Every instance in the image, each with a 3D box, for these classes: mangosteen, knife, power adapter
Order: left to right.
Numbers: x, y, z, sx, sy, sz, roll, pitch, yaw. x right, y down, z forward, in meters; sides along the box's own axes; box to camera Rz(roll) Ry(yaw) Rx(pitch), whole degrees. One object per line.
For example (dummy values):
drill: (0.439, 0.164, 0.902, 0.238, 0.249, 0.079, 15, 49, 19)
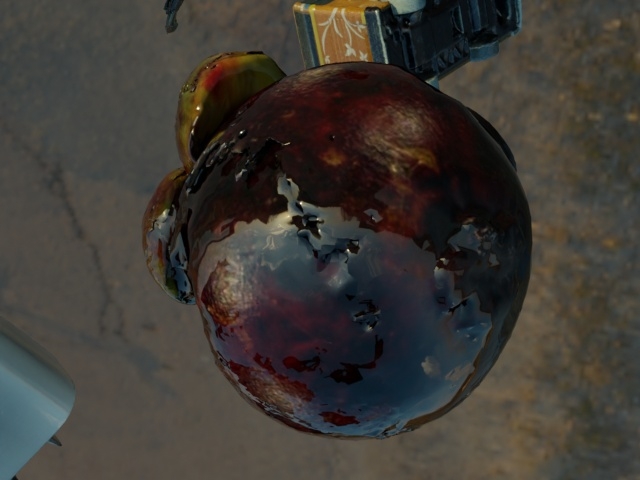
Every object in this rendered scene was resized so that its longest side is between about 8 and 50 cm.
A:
power adapter: (-0.344, 0.159, 1.422, 0.124, 0.187, 0.255, 42, 176, 45)
knife: (-0.202, -0.344, 2.118, 0.021, 0.045, 0.222, 40, 165, 2)
mangosteen: (0.021, -0.011, 1.529, 0.381, 0.381, 0.421, 44, -177, -44)

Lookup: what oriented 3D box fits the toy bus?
toy bus: (0.110, -0.268, 1.816, 0.167, 0.275, 0.138, 11, 123, 41)
